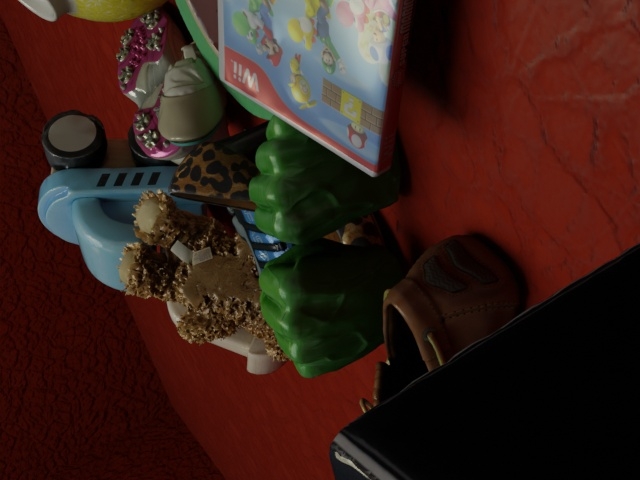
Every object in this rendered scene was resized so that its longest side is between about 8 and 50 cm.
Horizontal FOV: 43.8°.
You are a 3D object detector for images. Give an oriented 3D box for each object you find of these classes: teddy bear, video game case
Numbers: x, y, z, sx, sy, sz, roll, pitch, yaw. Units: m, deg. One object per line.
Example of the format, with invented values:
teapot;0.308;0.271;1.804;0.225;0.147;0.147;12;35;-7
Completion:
teddy bear;-0.148;0.048;1.196;0.113;0.337;0.245;5;-90;-78
video game case;-0.009;-0.212;0.617;0.204;0.025;0.285;36;140;30

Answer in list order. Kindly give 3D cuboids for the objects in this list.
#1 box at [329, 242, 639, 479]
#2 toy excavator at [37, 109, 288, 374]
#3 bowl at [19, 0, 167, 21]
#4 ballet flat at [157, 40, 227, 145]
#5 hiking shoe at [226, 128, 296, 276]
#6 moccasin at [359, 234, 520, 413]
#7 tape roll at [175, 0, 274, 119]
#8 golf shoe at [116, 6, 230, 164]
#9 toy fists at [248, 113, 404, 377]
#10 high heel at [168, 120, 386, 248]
box;0.294;0.280;0.298;0.480;0.297;0.472;23;135;59
toy excavator;-0.265;0.019;1.369;0.222;0.432;0.445;102;164;-59
bowl;-0.343;-0.386;1.055;0.289;0.156;0.289;34;164;11
ballet flat;-0.155;-0.192;0.971;0.248;0.086;0.086;-91;-14;-63
hiking shoe;-0.037;0.006;1.012;0.304;0.113;0.132;52;158;25
moccasin;0.109;0.165;0.810;0.139;0.147;0.380;50;156;31
tape roll;-0.074;-0.283;0.801;0.321;0.077;0.321;49;155;32
golf shoe;-0.209;-0.214;1.156;0.140;0.115;0.306;27;-144;-47
toy fists;0.000;0.000;0.794;0.096;0.142;0.279;21;121;50
high heel;-0.043;-0.010;0.899;0.261;0.186;0.093;58;159;11
